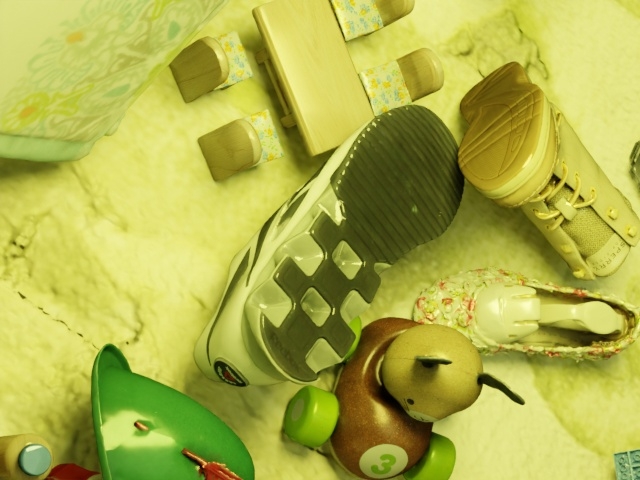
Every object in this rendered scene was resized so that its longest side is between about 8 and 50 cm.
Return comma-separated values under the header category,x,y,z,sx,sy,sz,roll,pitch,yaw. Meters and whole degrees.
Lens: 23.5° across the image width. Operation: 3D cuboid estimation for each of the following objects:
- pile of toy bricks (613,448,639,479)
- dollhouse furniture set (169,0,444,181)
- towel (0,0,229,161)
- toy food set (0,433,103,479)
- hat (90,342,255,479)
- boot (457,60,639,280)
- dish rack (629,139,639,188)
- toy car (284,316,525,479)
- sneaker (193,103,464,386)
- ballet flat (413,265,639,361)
category,x,y,z,sx,sy,sz,roll,pitch,yaw
pile of toy bricks,0.345,0.294,1.495,0.105,0.118,0.212,27,53,-59
dollhouse furniture set,-0.012,-0.201,1.334,0.212,0.161,0.242,-23,93,-30
towel,-0.178,-0.195,1.090,0.320,0.374,0.090,-45,76,15
toy food set,-0.212,0.229,1.186,0.111,0.104,0.232,-33,98,-29
hat,-0.063,0.165,1.202,0.184,0.173,0.208,-12,101,5
boot,0.215,-0.042,1.407,0.095,0.262,0.203,-36,106,13
dish rack,0.442,-0.120,1.618,0.208,0.074,0.271,37,67,-18
toy car,0.087,0.131,1.317,0.155,0.188,0.149,23,71,-23
sneaker,0.000,0.000,1.324,0.122,0.146,0.330,55,51,-15
ballet flat,0.205,0.068,1.456,0.241,0.077,0.091,3,81,-28
